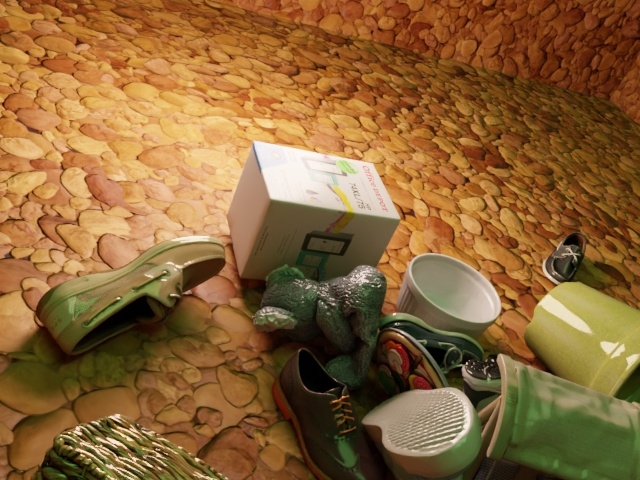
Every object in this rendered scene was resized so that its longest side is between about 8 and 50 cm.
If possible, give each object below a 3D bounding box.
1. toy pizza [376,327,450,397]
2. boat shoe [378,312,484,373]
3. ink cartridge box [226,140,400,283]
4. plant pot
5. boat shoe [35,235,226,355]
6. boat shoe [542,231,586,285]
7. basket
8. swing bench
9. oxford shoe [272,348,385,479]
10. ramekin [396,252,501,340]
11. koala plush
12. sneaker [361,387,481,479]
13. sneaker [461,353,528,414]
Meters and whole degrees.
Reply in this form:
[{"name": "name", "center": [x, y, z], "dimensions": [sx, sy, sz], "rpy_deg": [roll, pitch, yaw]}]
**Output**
[{"name": "toy pizza", "center": [0.148, 0.240, 1.182], "dimensions": [0.032, 0.201, 0.201], "rpy_deg": [-26, 55, -24]}, {"name": "boat shoe", "center": [0.216, 0.209, 1.333], "dimensions": [0.255, 0.095, 0.079], "rpy_deg": [27, 42, -34]}, {"name": "ink cartridge box", "center": [-0.021, -0.045, 1.412], "dimensions": [0.270, 0.197, 0.198], "rpy_deg": [7, 38, -24]}, {"name": "plant pot", "center": [0.566, 0.219, 1.434], "dimensions": [0.276, 0.276, 0.254], "rpy_deg": [-4, 32, -36]}, {"name": "boat shoe", "center": [-0.288, 0.093, 1.182], "dimensions": [0.341, 0.121, 0.110], "rpy_deg": [-24, 60, -36]}, {"name": "boat shoe", "center": [0.644, 0.046, 1.858], "dimensions": [0.084, 0.079, 0.233], "rpy_deg": [35, 36, 13]}, {"name": "basket", "center": [-0.213, 0.381, 0.843], "dimensions": [0.299, 0.223, 0.213], "rpy_deg": [31, 1, 10]}, {"name": "swing bench", "center": [0.343, 0.344, 1.094], "dimensions": [0.253, 0.254, 0.165], "rpy_deg": [20, 34, -6]}, {"name": "oxford shoe", "center": [0.017, 0.288, 1.108], "dimensions": [0.097, 0.098, 0.271], "rpy_deg": [-11, 47, -41]}, {"name": "ramekin", "center": [0.256, 0.133, 1.465], "dimensions": [0.207, 0.109, 0.207], "rpy_deg": [17, 34, -12]}, {"name": "koala plush", "center": [-0.005, 0.122, 1.266], "dimensions": [0.222, 0.203, 0.196], "rpy_deg": [13, 33, 3]}, {"name": "sneaker", "center": [0.166, 0.302, 1.005], "dimensions": [0.135, 0.366, 0.150], "rpy_deg": [-33, 87, -7]}, {"name": "sneaker", "center": [0.336, 0.280, 1.337], "dimensions": [0.100, 0.107, 0.272], "rpy_deg": [18, 8, 38]}]
